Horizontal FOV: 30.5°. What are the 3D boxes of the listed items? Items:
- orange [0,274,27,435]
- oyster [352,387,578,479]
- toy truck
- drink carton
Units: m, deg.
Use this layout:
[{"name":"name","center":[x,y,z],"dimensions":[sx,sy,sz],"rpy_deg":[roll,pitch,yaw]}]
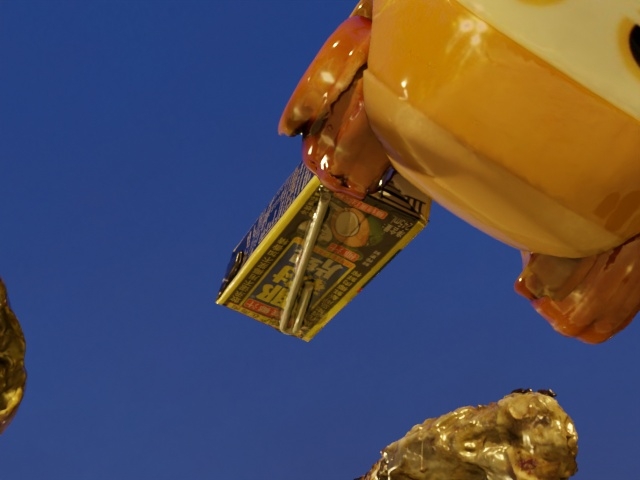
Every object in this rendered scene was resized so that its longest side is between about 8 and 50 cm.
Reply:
[{"name":"orange","center":[-0.225,0.059,0.613],"dimensions":[0.134,0.156,0.156],"rpy_deg":[0,-44,-4]},{"name":"oyster","center":[0.148,0.264,1.346],"dimensions":[0.345,0.128,0.079],"rpy_deg":[-27,-12,39]},{"name":"toy truck","center":[0.122,-0.095,0.640],"dimensions":[0.204,0.288,0.211],"rpy_deg":[33,-74,3]},{"name":"drink carton","center":[0.000,0.000,0.718],"dimensions":[0.071,0.056,0.165],"rpy_deg":[26,-38,-12]}]
